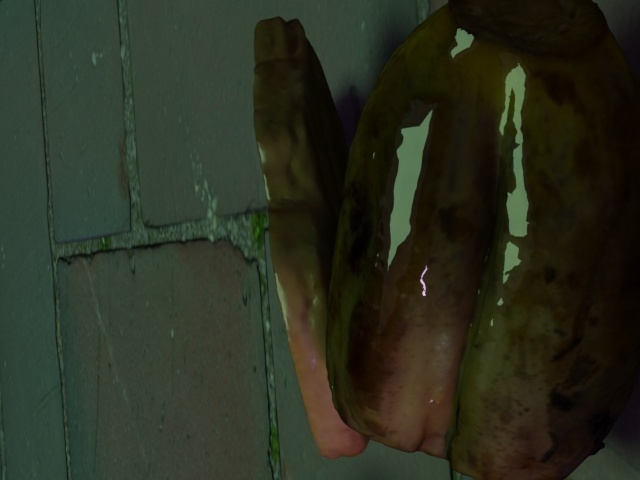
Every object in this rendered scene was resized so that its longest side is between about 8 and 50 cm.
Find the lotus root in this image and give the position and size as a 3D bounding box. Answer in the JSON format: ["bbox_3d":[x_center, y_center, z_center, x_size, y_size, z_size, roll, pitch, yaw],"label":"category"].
[{"bbox_3d":[0.100,0.001,1.016,0.193,0.193,0.291,-132,44,-55],"label":"lotus root"}]

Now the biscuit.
[{"bbox_3d":[0.004,-0.001,1.270,0.376,0.051,0.269,-94,-7,-60],"label":"biscuit"}]

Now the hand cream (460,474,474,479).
[{"bbox_3d":[0.116,0.197,1.173,0.079,0.048,0.255,-16,76,61],"label":"hand cream"}]
